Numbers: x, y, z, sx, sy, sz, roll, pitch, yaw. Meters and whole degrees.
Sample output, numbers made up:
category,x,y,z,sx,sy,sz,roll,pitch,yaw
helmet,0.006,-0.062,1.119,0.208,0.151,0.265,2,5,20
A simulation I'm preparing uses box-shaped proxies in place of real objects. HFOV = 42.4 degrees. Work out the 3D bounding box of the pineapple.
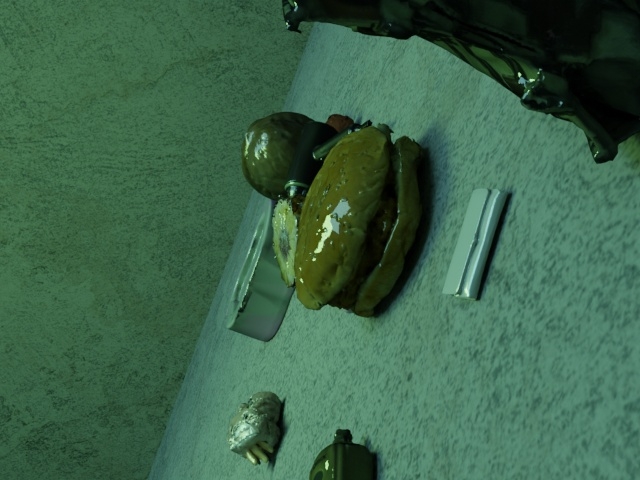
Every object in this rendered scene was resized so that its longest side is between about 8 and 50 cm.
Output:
category,x,y,z,sx,sy,sz,roll,pitch,yaw
pineapple,0.000,-0.003,1.429,0.176,0.136,0.161,-163,69,-71

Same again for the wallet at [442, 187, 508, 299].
category,x,y,z,sx,sy,sz,roll,pitch,yaw
wallet,0.167,0.004,0.894,0.061,0.025,0.122,3,74,71

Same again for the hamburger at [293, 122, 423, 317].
category,x,y,z,sx,sy,sz,roll,pitch,yaw
hamburger,0.050,-0.034,1.213,0.283,0.144,0.259,-78,9,-55

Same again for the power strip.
category,x,y,z,sx,sy,sz,roll,pitch,yaw
power strip,0.015,0.370,0.918,0.387,0.066,0.092,-84,19,-49

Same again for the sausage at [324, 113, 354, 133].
category,x,y,z,sx,sy,sz,roll,pitch,yaw
sausage,0.029,-0.203,1.747,0.076,0.076,0.141,161,127,-75

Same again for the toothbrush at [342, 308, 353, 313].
category,x,y,z,sx,sy,sz,roll,pitch,yaw
toothbrush,0.025,0.072,1.424,0.342,0.030,0.025,-129,56,-77

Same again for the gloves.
category,x,y,z,sx,sy,sz,roll,pitch,yaw
gloves,-0.119,0.343,1.528,0.110,0.094,0.144,-57,6,12

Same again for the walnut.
category,x,y,z,sx,sy,sz,roll,pitch,yaw
walnut,-0.077,-0.186,1.848,0.224,0.224,0.224,-161,90,-78

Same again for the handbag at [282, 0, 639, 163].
category,x,y,z,sx,sy,sz,roll,pitch,yaw
handbag,0.121,-0.232,0.727,0.327,0.325,0.162,-88,18,-56

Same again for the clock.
category,x,y,z,sx,sy,sz,roll,pitch,yaw
clock,-0.129,0.072,1.966,0.338,0.102,0.339,-161,90,-79

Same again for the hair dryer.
category,x,y,z,sx,sy,sz,roll,pitch,yaw
hair dryer,0.017,-0.155,1.541,0.248,0.078,0.196,-30,39,57
